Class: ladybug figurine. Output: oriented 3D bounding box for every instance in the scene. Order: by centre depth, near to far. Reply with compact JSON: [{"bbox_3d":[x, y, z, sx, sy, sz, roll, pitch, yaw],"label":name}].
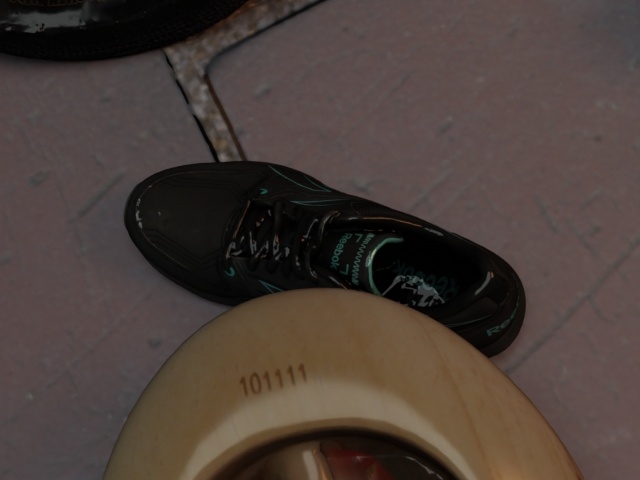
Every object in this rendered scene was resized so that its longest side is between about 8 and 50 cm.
[{"bbox_3d":[0.029,0.252,0.841,0.305,0.162,0.449,-12,76,4],"label":"ladybug figurine"}]

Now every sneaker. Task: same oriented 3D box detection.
[{"bbox_3d":[0.000,0.000,0.933,0.267,0.106,0.101,14,80,10],"label":"sneaker"}]

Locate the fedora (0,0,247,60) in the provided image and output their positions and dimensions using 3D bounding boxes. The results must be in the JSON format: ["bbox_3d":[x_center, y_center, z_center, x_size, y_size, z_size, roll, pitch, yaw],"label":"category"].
[{"bbox_3d":[-0.154,-0.275,0.956,0.334,0.334,0.152,-10,46,3],"label":"fedora"}]
